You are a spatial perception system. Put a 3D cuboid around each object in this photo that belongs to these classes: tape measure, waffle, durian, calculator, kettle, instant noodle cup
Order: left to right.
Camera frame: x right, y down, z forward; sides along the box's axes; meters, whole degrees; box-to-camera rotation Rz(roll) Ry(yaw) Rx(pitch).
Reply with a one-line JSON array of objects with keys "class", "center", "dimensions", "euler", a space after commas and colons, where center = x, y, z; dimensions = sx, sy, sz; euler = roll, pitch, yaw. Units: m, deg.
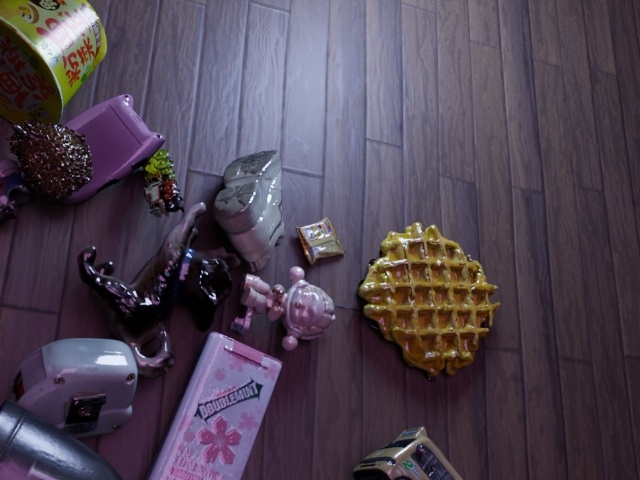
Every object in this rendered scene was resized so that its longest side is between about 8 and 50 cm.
[{"class": "instant noodle cup", "center": [-0.640, -0.434, 1.646], "dimensions": [0.311, 0.311, 0.221], "euler": [36, 51, -7]}, {"class": "kettle", "center": [-0.499, 0.480, 1.337], "dimensions": [0.324, 0.321, 0.228], "euler": [33, 45, -14]}, {"class": "durian", "center": [-0.581, -0.179, 1.573], "dimensions": [0.196, 0.196, 0.167], "euler": [37, 70, -7]}, {"class": "tape measure", "center": [-0.491, 0.307, 1.455], "dimensions": [0.243, 0.246, 0.125], "euler": [-5, 45, -30]}, {"class": "calculator", "center": [-0.521, -0.210, 1.703], "dimensions": [0.294, 0.043, 0.194], "euler": [-37, 82, -12]}, {"class": "waffle", "center": [0.292, 0.146, 1.940], "dimensions": [0.382, 0.095, 0.379], "euler": [40, 59, -8]}]

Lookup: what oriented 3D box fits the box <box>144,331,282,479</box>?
[{"class": "box", "center": [-0.232, 0.404, 1.603], "dimensions": [0.190, 0.112, 0.369], "euler": [27, 64, -12]}]

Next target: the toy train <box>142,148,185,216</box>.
[{"class": "toy train", "center": [-0.364, -0.129, 1.688], "dimensions": [0.085, 0.053, 0.249], "euler": [-21, 38, -3]}]

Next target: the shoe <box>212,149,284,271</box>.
[{"class": "shoe", "center": [-0.155, -0.074, 1.803], "dimensions": [0.342, 0.132, 0.210], "euler": [-76, 152, -54]}]

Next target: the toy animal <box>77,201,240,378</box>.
[{"class": "toy animal", "center": [-0.324, 0.119, 1.626], "dimensions": [0.344, 0.194, 0.302], "euler": [-26, 77, -27]}]

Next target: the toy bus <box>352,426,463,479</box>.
[{"class": "toy bus", "center": [0.253, 0.618, 1.697], "dimensions": [0.202, 0.177, 0.365], "euler": [-40, 93, -33]}]

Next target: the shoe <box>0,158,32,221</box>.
[{"class": "shoe", "center": [-0.706, -0.071, 1.576], "dimensions": [0.125, 0.099, 0.227], "euler": [42, 56, -1]}]

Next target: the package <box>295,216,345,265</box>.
[{"class": "package", "center": [-0.002, 0.001, 1.896], "dimensions": [0.121, 0.031, 0.108], "euler": [-18, 79, -33]}]

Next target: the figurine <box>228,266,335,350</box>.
[{"class": "figurine", "center": [-0.076, 0.168, 1.750], "dimensions": [0.257, 0.144, 0.181], "euler": [16, 45, -15]}]
